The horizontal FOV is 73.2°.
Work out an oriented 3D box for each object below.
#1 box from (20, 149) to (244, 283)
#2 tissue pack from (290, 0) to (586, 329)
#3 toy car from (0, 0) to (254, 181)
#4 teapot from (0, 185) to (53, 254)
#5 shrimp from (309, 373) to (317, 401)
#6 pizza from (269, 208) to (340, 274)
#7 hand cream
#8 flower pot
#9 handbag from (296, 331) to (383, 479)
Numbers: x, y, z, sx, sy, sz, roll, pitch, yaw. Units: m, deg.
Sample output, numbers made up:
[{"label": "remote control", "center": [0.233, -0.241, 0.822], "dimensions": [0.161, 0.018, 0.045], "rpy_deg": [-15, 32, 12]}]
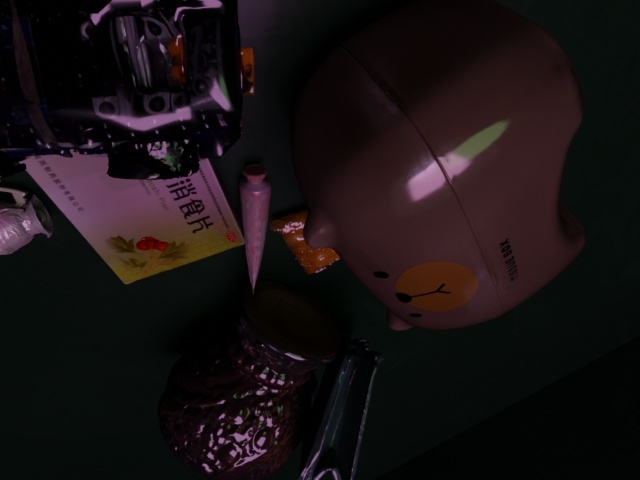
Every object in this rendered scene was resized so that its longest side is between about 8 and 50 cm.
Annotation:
[{"label": "box", "center": [-0.215, -0.068, 0.523], "dimensions": [0.175, 0.062, 0.260], "rpy_deg": [-19, 138, -5]}, {"label": "tissue pack", "center": [0.134, -0.059, 0.532], "dimensions": [0.277, 0.267, 0.387], "rpy_deg": [-30, 140, 10]}, {"label": "toy car", "center": [-0.206, -0.139, 0.353], "dimensions": [0.302, 0.118, 0.193], "rpy_deg": [-2, 104, -8]}, {"label": "teapot", "center": [-0.361, -0.029, 0.507], "dimensions": [0.064, 0.064, 0.083], "rpy_deg": [-20, 108, -15]}, {"label": "shrimp", "center": [-0.160, 0.425, 0.985], "dimensions": [0.137, 0.172, 0.372], "rpy_deg": [44, 93, -13]}, {"label": "pizza", "center": [0.000, 0.000, 0.707], "dimensions": [0.178, 0.041, 0.130], "rpy_deg": [-7, 134, -18]}, {"label": "hand cream", "center": [-0.096, -0.014, 0.636], "dimensions": [0.043, 0.067, 0.209], "rpy_deg": [2, 132, -6]}, {"label": "flower pot", "center": [-0.108, 0.229, 0.752], "dimensions": [0.267, 0.266, 0.267], "rpy_deg": [17, 116, -36]}, {"label": "handbag", "center": [0.036, 0.302, 0.812], "dimensions": [0.090, 0.238, 0.326], "rpy_deg": [17, 174, 2]}]
